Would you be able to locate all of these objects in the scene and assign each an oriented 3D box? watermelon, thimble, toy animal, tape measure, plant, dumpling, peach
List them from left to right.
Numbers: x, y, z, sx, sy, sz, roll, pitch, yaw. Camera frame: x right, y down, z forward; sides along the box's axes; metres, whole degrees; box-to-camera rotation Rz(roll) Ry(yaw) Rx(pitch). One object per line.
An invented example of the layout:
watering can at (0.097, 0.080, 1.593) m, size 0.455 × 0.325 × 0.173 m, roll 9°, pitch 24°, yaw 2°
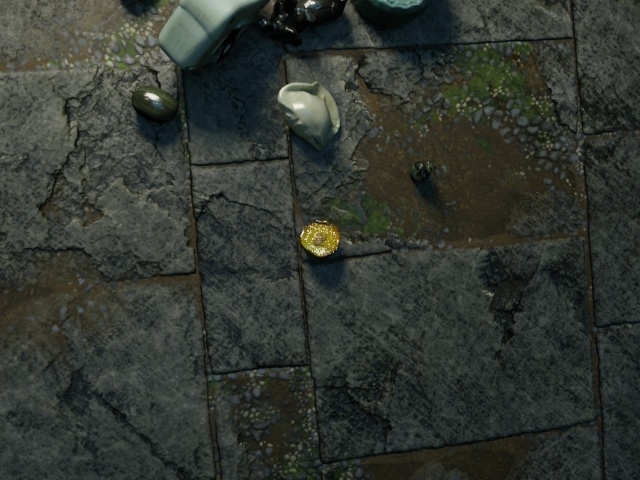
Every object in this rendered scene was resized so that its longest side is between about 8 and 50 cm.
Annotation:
watermelon at (-0.377, -0.307, 1.579) m, size 0.110 × 0.078 × 0.078 m, roll 21°, pitch 88°, yaw -4°
tape measure at (-0.220, -0.483, 1.521) m, size 0.125 × 0.243 × 0.246 m, roll 44°, pitch 127°, yaw -5°
toy animal at (-0.040, -0.516, 1.597) m, size 0.245 × 0.146 × 0.115 m, roll -13°, pitch 93°, yaw -11°
dumpling at (-0.018, -0.309, 1.634) m, size 0.169 × 0.100 × 0.134 m, roll 39°, pitch 71°, yaw -11°
peach at (-0.001, 0.001, 1.664) m, size 0.098 × 0.061 × 0.098 m, roll 2°, pitch 69°, yaw -6°
thimble at (0.160, -0.611, 1.630) m, size 0.235 × 0.143 × 0.199 m, roll 11°, pitch 90°, yaw -8°
plant at (0.246, -0.168, 1.680) m, size 0.051 × 0.102 × 0.051 m, roll 0°, pitch 89°, yaw -10°
